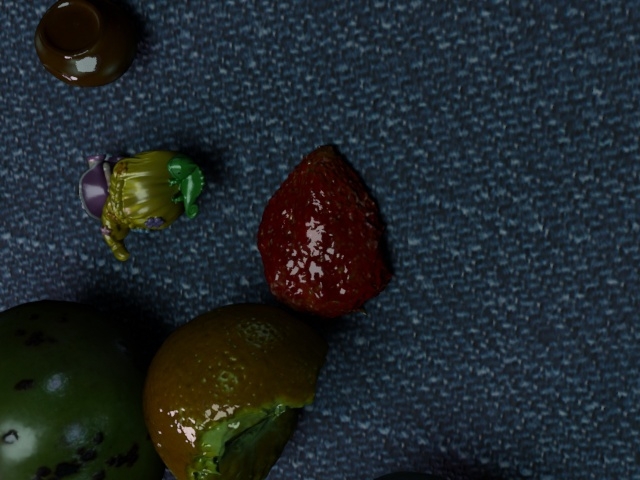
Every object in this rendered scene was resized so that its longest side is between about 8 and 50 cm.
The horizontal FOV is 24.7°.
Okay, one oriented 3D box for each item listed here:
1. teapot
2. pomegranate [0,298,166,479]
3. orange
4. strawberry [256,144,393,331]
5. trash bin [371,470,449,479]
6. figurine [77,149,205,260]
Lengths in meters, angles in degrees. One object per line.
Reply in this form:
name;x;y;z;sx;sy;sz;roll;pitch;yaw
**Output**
teapot;-0.242;-0.204;1.515;0.129;0.078;0.098;29;81;30
pomegranate;-0.311;0.212;1.561;0.291;0.323;0.290;7;104;29
orange;-0.090;0.151;1.477;0.158;0.179;0.237;48;154;13
strawberry;0.000;0.000;1.448;0.147;0.082;0.187;8;108;20
trash bin;0.045;0.427;1.457;0.280;0.280;0.432;48;127;7
figurine;-0.178;-0.037;1.520;0.156;0.095;0.115;-3;96;36
